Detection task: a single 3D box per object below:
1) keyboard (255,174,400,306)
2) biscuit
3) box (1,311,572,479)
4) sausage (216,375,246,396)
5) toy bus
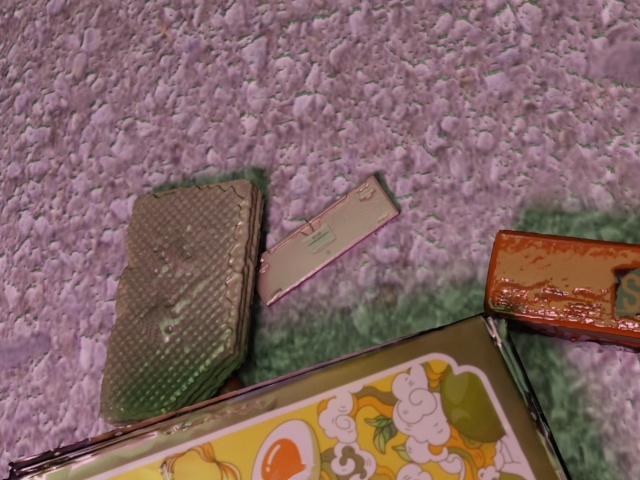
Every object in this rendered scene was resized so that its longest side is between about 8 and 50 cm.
[{"bbox_3d":[0.000,0.000,0.902,0.166,0.017,0.055,-36,70,5],"label":"keyboard"},{"bbox_3d":[-0.141,0.061,0.893,0.150,0.052,0.252,-5,66,23],"label":"biscuit"},{"bbox_3d":[0.011,0.294,0.670,0.420,0.138,0.373,-17,67,-8],"label":"box"},{"bbox_3d":[-0.035,0.204,0.840,0.029,0.029,0.223,-46,65,0],"label":"sausage"},{"bbox_3d":[0.341,0.059,0.725,0.409,0.092,0.093,6,78,21],"label":"toy bus"}]
